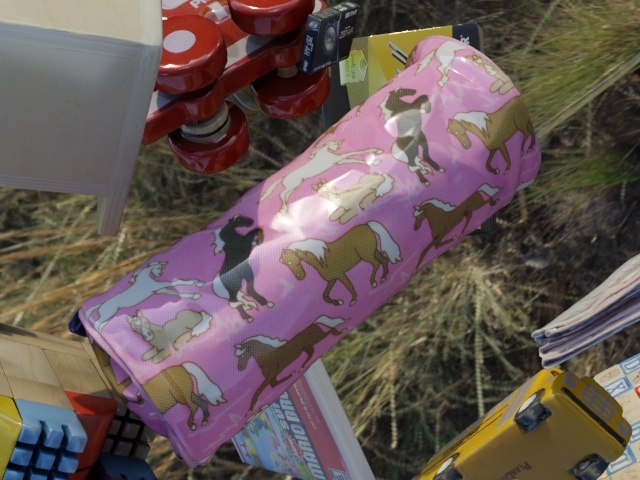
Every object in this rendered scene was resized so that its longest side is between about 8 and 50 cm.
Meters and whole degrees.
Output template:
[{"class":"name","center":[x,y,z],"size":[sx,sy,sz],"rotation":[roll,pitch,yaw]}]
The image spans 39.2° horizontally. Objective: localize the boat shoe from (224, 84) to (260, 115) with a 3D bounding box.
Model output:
[{"class":"boat shoe","center":[-0.110,-0.284,1.375],"size":[0.104,0.307,0.110],"rotation":[-30,123,32]}]

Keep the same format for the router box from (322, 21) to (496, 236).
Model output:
[{"class":"router box","center":[0.131,-0.155,1.350],"size":[0.242,0.081,0.309],"rotation":[-4,93,17]}]

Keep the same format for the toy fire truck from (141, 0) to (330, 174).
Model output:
[{"class":"toy fire truck","center":[-0.145,-0.243,1.094],"size":[0.254,0.302,0.169],"rotation":[43,160,34]}]

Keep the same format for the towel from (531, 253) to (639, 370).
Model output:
[{"class":"towel","center":[0.404,-0.005,0.928],"size":[0.053,0.331,0.317],"rotation":[56,147,10]}]

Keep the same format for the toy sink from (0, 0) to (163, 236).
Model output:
[{"class":"toy sink","center":[-0.203,-0.127,0.670],"size":[0.234,0.131,0.153],"rotation":[121,148,-53]}]

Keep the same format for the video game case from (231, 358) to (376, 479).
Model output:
[{"class":"video game case","center":[-0.060,0.184,1.040],"size":[0.285,0.025,0.204],"rotation":[-8,108,59]}]

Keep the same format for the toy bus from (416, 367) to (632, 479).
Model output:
[{"class":"toy bus","center":[0.244,0.266,1.115],"size":[0.108,0.130,0.333],"rotation":[43,134,6]}]

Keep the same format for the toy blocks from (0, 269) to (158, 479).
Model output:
[{"class":"toy blocks","center":[-0.272,0.146,0.718],"size":[0.261,0.381,0.191],"rotation":[30,98,59]}]

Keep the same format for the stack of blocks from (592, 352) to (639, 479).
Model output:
[{"class":"stack of blocks","center":[0.439,0.290,1.270],"size":[0.171,0.297,0.087],"rotation":[-30,103,12]}]

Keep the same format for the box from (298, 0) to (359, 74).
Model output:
[{"class":"box","center":[0.010,-0.233,1.029],"size":[0.018,0.083,0.067],"rotation":[29,127,22]}]

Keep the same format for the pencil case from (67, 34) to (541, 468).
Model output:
[{"class":"pencil case","center":[0.000,0.000,0.709],"size":[0.167,0.386,0.160],"rotation":[40,164,40]}]
